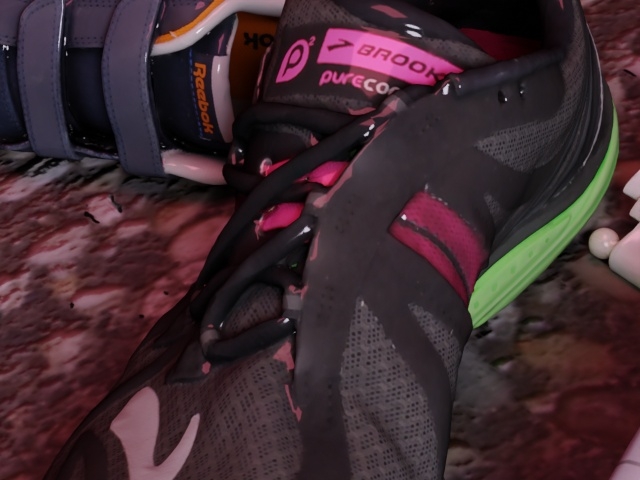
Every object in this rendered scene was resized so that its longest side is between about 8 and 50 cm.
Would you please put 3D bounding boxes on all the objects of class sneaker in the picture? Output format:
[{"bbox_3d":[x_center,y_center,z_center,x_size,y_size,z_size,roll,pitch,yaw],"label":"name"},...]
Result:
[{"bbox_3d":[-0.106,-0.104,0.940,0.321,0.126,0.127,-6,31,5],"label":"sneaker"},{"bbox_3d":[0.000,0.000,0.709,0.185,0.202,0.483,5,40,22],"label":"sneaker"}]

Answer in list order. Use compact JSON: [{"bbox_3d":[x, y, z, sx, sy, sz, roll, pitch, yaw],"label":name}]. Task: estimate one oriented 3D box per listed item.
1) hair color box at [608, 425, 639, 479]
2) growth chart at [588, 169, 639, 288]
[{"bbox_3d":[0.176,0.152,0.537,0.185,0.113,0.374,14,44,29],"label":"hair color box"},{"bbox_3d":[0.234,-0.057,0.780,0.172,0.021,0.237,24,85,46],"label":"growth chart"}]
